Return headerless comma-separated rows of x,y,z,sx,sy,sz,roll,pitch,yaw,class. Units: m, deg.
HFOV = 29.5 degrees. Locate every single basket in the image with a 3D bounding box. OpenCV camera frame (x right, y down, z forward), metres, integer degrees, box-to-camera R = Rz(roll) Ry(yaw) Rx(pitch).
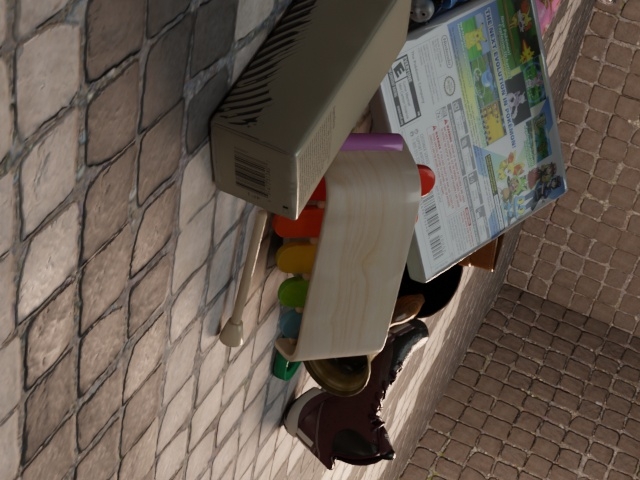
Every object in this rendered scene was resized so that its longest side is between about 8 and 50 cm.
0.169,0.030,2.074,0.227,0.154,0.204,21,65,-82,basket

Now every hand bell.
0.091,0.132,1.859,0.242,0.126,0.126,-28,141,-47,hand bell

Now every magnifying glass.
-0.022,0.096,1.717,0.092,0.026,0.231,-40,151,-62,magnifying glass

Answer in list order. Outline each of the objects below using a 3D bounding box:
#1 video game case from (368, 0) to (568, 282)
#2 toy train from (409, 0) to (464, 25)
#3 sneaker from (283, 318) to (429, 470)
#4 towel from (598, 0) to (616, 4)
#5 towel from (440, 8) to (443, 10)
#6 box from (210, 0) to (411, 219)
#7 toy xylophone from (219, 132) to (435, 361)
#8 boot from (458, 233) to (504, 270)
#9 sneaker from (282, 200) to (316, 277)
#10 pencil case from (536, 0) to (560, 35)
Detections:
0.200,-0.152,1.627,0.300,0.036,0.329,-30,118,-30,video game case
0.150,-0.341,1.528,0.184,0.080,0.105,-52,146,-49,toy train
0.093,0.260,1.919,0.281,0.162,0.106,-37,156,-9,sneaker
0.378,-0.482,1.896,0.121,0.235,0.284,-62,166,0,towel
0.221,-0.302,1.676,0.237,0.021,0.102,47,58,-25,towel
-0.004,-0.163,1.222,0.113,0.094,0.275,93,23,-54,box
0.004,0.022,1.424,0.081,0.236,0.322,59,-43,50,toy xylophone
0.165,0.004,1.860,0.109,0.220,0.283,-23,134,-71,boot
0.000,0.000,1.565,0.151,0.094,0.256,-105,180,-52,sneaker
0.232,-0.275,1.793,0.386,0.160,0.167,-64,152,-24,pencil case
